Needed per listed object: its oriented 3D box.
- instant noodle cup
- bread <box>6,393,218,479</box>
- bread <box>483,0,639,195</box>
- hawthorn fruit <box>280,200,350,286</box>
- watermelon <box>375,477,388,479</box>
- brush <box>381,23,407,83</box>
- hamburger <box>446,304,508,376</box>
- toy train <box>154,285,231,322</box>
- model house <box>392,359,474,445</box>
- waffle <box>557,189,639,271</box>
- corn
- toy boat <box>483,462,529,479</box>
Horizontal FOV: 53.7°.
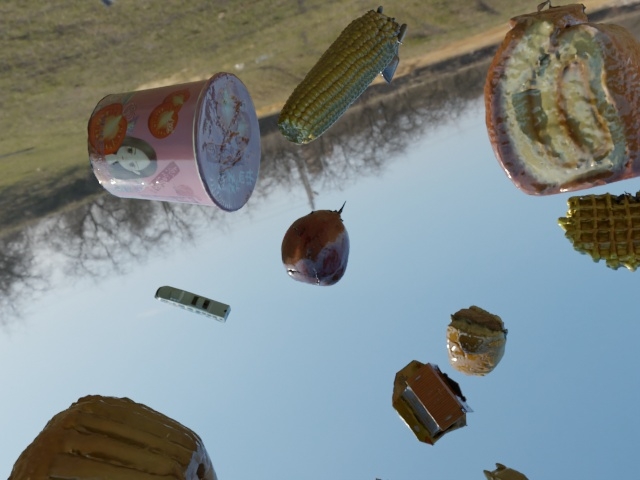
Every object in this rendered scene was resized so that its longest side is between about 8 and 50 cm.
[{"bbox_3d":[-0.257,-0.171,1.124,0.232,0.242,0.243,2,-163,19],"label":"instant noodle cup"},{"bbox_3d":[-0.168,0.272,0.565,0.150,0.273,0.274,-9,-168,5],"label":"bread"},{"bbox_3d":[0.298,-0.168,0.758,0.190,0.244,0.123,-19,-171,34],"label":"bread"},{"bbox_3d":[0.000,0.000,1.583,0.181,0.235,0.181,25,177,1],"label":"hawthorn fruit"},{"bbox_3d":[0.214,0.914,2.045,0.283,0.292,0.250,-27,166,-46],"label":"watermelon"},{"bbox_3d":[0.177,-0.457,1.505,0.016,0.063,0.193,-5,-130,36],"label":"brush"},{"bbox_3d":[0.425,0.304,1.740,0.136,0.207,0.155,-17,-147,-35],"label":"hamburger"},{"bbox_3d":[-0.338,0.161,1.651,0.208,0.047,0.043,16,-121,9],"label":"toy train"},{"bbox_3d":[0.297,0.378,1.615,0.208,0.219,0.135,-16,149,-35],"label":"model house"},{"bbox_3d":[0.776,-0.042,1.610,0.283,0.065,0.309,-39,-132,-6],"label":"waffle"},{"bbox_3d":[0.035,-0.292,1.138,0.305,0.106,0.106,-53,-155,-19],"label":"corn"},{"bbox_3d":[0.576,0.832,1.724,0.136,0.445,0.162,-6,157,-38],"label":"toy boat"}]
